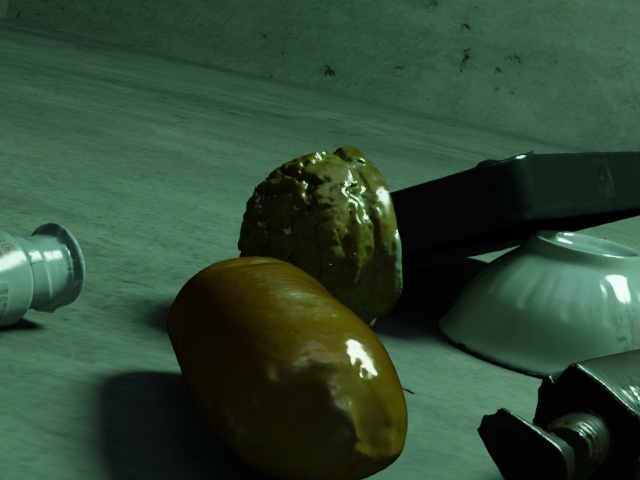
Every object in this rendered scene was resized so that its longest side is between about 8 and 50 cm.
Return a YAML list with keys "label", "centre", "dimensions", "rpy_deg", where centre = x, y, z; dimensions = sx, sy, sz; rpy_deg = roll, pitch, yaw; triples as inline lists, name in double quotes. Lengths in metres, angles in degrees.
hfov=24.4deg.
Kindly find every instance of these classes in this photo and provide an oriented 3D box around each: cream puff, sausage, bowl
- label: "cream puff"
  centre: [-0.003, 0.003, 0.979]
  dimensions: [0.103, 0.126, 0.144]
  rpy_deg: [-7, 4, -9]
- label: "sausage"
  centre: [-0.022, 0.060, 0.739]
  dimensions: [0.098, 0.098, 0.238]
  rpy_deg: [8, 9, -14]
- label: "bowl"
  centre: [0.183, 0.041, 1.074]
  dimensions: [0.189, 0.086, 0.189]
  rpy_deg: [11, 9, -2]

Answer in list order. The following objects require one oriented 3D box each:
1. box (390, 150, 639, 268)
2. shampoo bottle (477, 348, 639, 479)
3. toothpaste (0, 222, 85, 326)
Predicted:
- label: "box"
  centre: [0.137, -0.022, 1.211]
  dimensions: [0.211, 0.058, 0.350]
  rpy_deg: [-15, -3, 29]
- label: "shampoo bottle"
  centre: [0.155, 0.096, 0.787]
  dimensions: [0.068, 0.067, 0.236]
  rpy_deg: [26, 15, 24]
- label: "toothpaste"
  centre: [-0.231, 0.032, 0.801]
  dimensions: [0.089, 0.057, 0.234]
  rpy_deg: [20, 21, 35]
